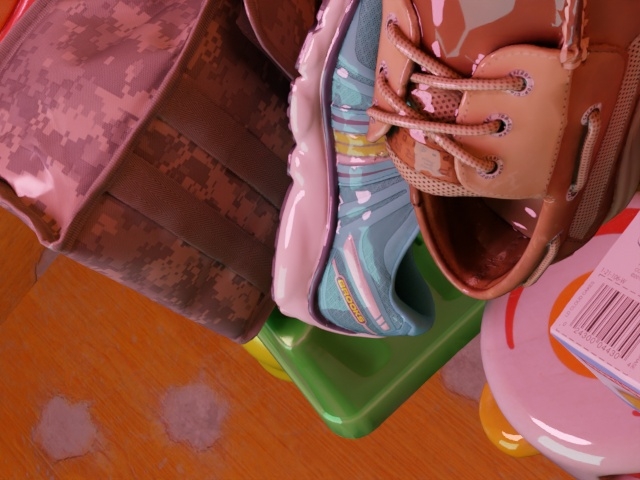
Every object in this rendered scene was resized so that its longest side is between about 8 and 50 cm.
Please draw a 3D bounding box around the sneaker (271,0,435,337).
[{"bbox_3d":[0.044,-0.063,0.640,0.109,0.275,0.107,14,-150,15],"label":"sneaker"}]

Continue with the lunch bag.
[{"bbox_3d":[-0.073,-0.102,0.726,0.169,0.287,0.235,30,175,31],"label":"lunch bag"}]

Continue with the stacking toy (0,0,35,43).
[{"bbox_3d":[-0.313,-0.301,1.269,0.479,0.351,0.350,20,-170,-39],"label":"stacking toy"}]

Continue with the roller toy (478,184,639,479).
[{"bbox_3d":[0.217,0.079,0.709,0.191,0.209,0.146,29,173,40],"label":"roller toy"}]

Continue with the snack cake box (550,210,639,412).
[{"bbox_3d":[0.234,0.048,0.388,0.089,0.152,0.264,40,178,-37],"label":"snack cake box"}]

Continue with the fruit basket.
[{"bbox_3d":[0.000,0.000,1.003,0.392,0.283,0.392,47,-177,-4],"label":"fruit basket"}]

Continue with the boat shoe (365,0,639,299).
[{"bbox_3d":[0.083,-0.069,0.461,0.122,0.120,0.324,32,163,30],"label":"boat shoe"}]
